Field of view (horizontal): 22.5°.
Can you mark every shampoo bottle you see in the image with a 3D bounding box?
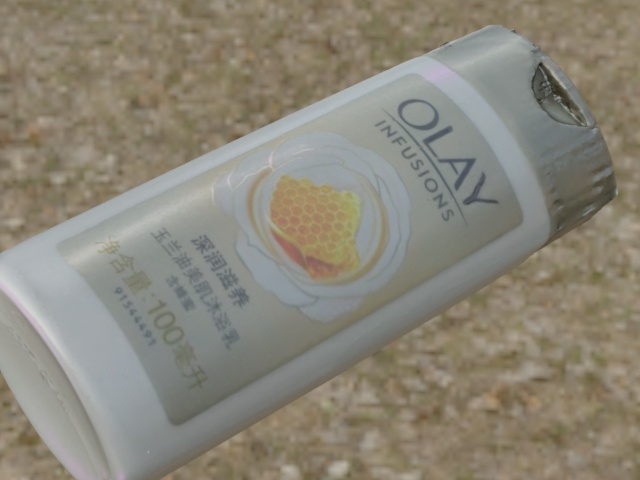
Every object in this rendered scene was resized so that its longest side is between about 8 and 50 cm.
[{"bbox_3d":[0.000,0.000,0.549,0.227,0.086,0.056,-27,-12,-31],"label":"shampoo bottle"}]
